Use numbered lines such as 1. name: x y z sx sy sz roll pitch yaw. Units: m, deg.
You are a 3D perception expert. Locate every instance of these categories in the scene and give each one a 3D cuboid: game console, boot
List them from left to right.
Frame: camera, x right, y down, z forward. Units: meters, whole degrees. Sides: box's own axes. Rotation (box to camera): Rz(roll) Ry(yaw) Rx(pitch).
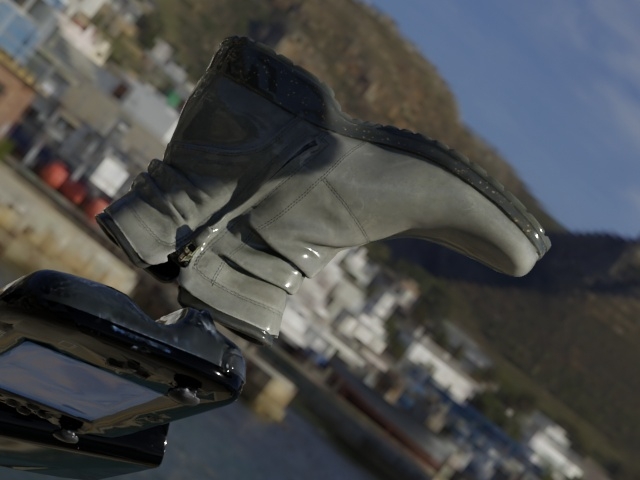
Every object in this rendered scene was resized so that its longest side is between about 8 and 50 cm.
1. game console: -0.155 0.067 0.795 0.213 0.044 0.361 14 -17 -22
2. boot: 0.000 0.000 1.027 0.246 0.161 0.083 29 -12 4
